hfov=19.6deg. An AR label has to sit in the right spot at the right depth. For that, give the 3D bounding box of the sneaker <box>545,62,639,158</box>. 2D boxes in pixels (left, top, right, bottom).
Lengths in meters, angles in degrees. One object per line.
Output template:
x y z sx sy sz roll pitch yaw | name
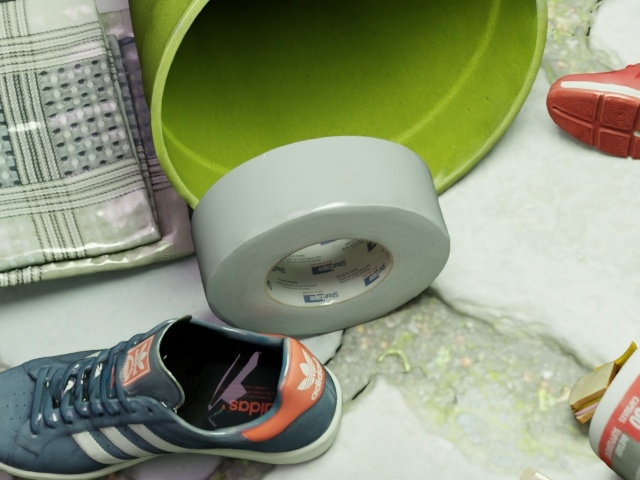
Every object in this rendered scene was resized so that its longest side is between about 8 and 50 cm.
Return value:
0.324 -0.146 1.706 0.221 0.087 0.128 11 56 5 | sneaker

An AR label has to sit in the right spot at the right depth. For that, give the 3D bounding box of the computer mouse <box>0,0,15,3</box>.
-0.335 -0.318 1.930 0.188 0.072 0.272 18 62 19 | computer mouse

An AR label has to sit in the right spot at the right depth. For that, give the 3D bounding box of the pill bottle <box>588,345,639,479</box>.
0.365 0.193 1.457 0.161 0.161 0.283 -43 61 -11 | pill bottle

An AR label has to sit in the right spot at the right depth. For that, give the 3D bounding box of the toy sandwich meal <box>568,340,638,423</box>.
0.249 0.120 1.576 0.029 0.085 0.085 43 75 -9 | toy sandwich meal

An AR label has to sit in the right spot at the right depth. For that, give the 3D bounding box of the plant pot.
-0.031 -0.253 1.706 0.366 0.366 0.353 -26 49 -2 | plant pot

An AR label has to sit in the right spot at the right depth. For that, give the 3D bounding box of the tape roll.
0.000 0.000 1.611 0.219 0.219 0.072 -16 61 4 | tape roll

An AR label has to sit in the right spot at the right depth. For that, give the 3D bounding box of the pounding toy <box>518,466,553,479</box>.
0.212 0.259 1.507 0.130 0.100 0.141 30 83 25 | pounding toy

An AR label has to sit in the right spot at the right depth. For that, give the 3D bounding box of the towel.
-0.297 -0.100 1.777 0.324 0.056 0.312 -8 59 -13 | towel

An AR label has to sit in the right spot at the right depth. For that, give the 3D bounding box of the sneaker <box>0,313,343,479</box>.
-0.162 0.127 1.621 0.350 0.148 0.131 -6 61 10 | sneaker
